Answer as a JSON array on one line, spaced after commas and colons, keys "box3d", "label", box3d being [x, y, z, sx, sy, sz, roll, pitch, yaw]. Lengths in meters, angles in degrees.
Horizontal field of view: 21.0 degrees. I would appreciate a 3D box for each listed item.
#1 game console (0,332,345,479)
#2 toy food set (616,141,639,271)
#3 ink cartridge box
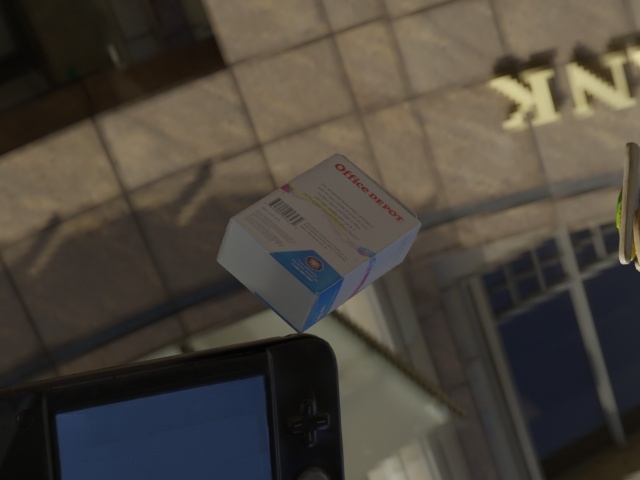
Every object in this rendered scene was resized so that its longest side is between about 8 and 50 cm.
[{"box3d": [-0.079, 0.218, 1.202, 0.293, 0.250, 0.173, -9, -168, -28], "label": "game console"}, {"box3d": [0.324, -0.010, 1.644, 0.038, 0.192, 0.132, -6, -110, 41], "label": "toy food set"}, {"box3d": [0.000, 0.000, 1.264, 0.088, 0.052, 0.122, 41, -131, 18], "label": "ink cartridge box"}]
